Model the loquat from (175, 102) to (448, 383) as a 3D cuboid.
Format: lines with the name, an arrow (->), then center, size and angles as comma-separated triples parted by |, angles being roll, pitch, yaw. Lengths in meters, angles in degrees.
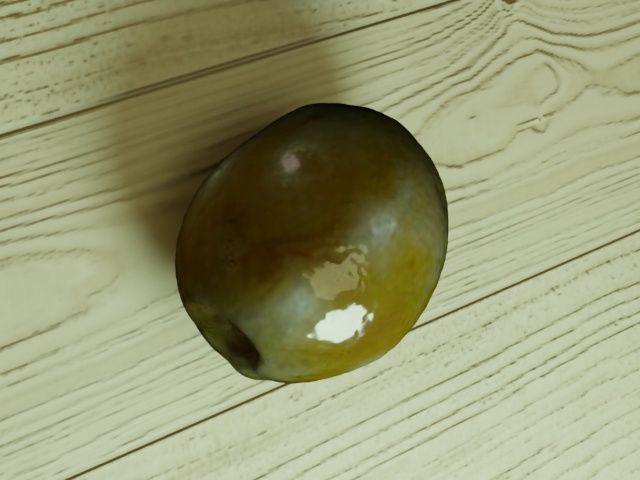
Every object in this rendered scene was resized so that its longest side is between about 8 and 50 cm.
loquat -> 0.000, 0.000, 1.251 | 0.227, 0.179, 0.179 | -46, 122, -34
